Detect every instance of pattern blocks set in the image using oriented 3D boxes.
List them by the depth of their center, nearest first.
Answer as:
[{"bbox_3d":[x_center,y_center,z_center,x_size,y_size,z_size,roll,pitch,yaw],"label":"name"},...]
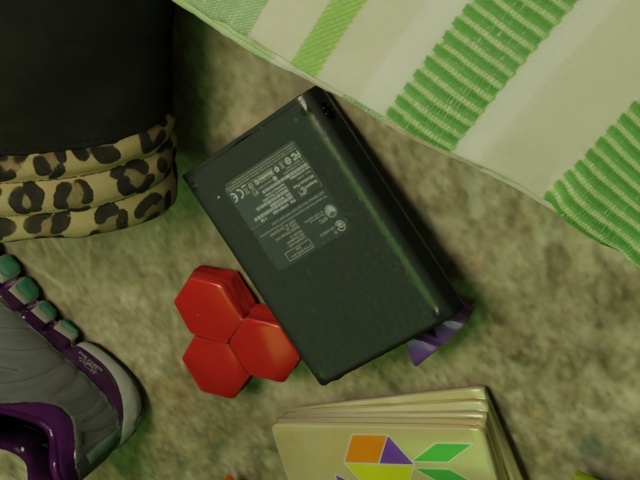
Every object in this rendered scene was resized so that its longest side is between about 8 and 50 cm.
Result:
[{"bbox_3d":[0.056,0.165,0.891,0.285,0.026,0.325,5,120,26],"label":"pattern blocks set"}]

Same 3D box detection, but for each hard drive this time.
[{"bbox_3d":[0.000,0.000,0.795,0.094,0.022,0.135,-31,94,33],"label":"hard drive"}]

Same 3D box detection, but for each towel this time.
[{"bbox_3d":[0.119,-0.109,0.614,0.325,0.038,0.248,28,133,-13],"label":"towel"}]

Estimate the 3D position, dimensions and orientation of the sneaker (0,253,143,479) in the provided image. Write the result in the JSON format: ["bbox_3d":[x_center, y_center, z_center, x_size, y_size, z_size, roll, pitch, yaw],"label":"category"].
[{"bbox_3d":[-0.211,0.062,0.918,0.223,0.098,0.083,38,131,-1],"label":"sneaker"}]

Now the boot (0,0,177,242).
[{"bbox_3d":[-0.230,-0.147,0.729,0.377,0.138,0.284,4,129,-1],"label":"boot"}]
